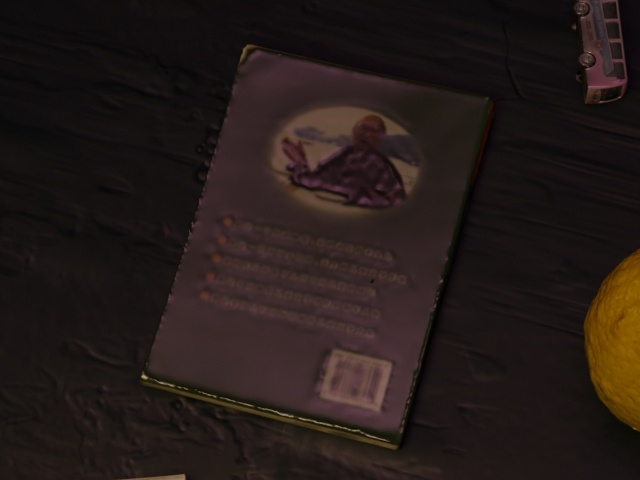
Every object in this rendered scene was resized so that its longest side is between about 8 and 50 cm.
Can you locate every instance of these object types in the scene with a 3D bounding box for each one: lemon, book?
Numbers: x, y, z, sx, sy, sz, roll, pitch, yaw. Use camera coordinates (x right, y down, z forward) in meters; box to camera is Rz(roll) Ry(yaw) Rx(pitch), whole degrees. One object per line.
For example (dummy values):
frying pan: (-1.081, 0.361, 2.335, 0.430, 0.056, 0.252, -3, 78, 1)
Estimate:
lemon: (0.320, 0.084, 1.728, 0.180, 0.193, 0.180, -10, 38, 8)
book: (0.000, 0.000, 1.887, 0.260, 0.043, 0.371, 14, 68, 10)

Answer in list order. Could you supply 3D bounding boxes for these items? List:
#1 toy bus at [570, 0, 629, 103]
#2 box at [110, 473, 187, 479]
toy bus: (0.278, -0.199, 1.954, 0.052, 0.037, 0.131, -2, 63, 0)
box: (-0.162, 0.296, 1.769, 0.090, 0.024, 0.167, -5, 65, 4)
